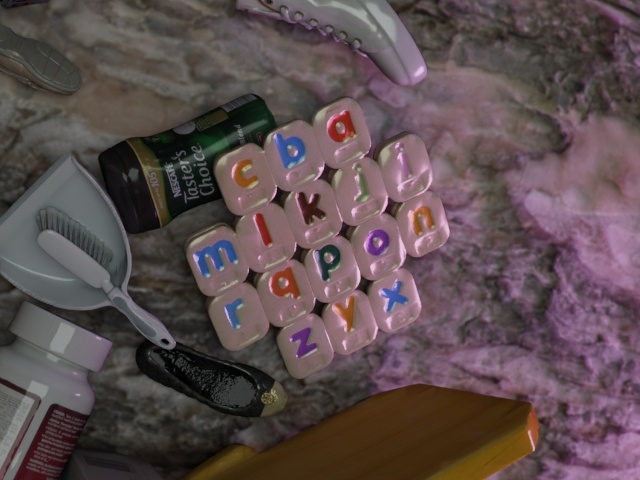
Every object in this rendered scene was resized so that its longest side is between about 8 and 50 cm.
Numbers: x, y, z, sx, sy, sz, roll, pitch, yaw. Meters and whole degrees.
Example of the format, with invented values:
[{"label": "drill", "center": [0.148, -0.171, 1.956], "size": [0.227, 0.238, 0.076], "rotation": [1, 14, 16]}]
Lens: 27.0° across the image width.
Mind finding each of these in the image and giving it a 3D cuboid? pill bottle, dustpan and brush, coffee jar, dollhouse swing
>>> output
[{"label": "pill bottle", "center": [-0.298, 0.179, 1.319], "size": [0.121, 0.121, 0.221], "rotation": [27, 83, -14]}, {"label": "dustpan and brush", "center": [-0.225, 0.034, 1.352], "size": [0.147, 0.060, 0.211], "rotation": [-42, 112, 18]}, {"label": "coffee jar", "center": [-0.133, -0.078, 1.381], "size": [0.184, 0.079, 0.096], "rotation": [-23, 116, -14]}, {"label": "dollhouse swing", "center": [0.043, 0.328, 1.307], "size": [0.305, 0.347, 0.315], "rotation": [-8, 92, -26]}]

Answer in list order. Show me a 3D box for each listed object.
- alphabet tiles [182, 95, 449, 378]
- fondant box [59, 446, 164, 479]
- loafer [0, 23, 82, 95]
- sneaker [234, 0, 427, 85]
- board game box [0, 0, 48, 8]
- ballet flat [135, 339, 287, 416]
[{"label": "alphabet tiles", "center": [0.000, 0.000, 1.415], "size": [0.284, 0.021, 0.278], "rotation": [-26, 117, -13]}, {"label": "fondant box", "center": [-0.228, 0.382, 1.279], "size": [0.096, 0.238, 0.330], "rotation": [13, 87, -15]}, {"label": "loafer", "center": [-0.305, -0.183, 1.364], "size": [0.125, 0.039, 0.045], "rotation": [30, 50, -16]}, {"label": "sneaker", "center": [-0.015, -0.254, 1.415], "size": [0.123, 0.106, 0.290], "rotation": [-44, 93, -2]}, {"label": "board game box", "center": [-0.277, -0.337, 1.229], "size": [0.053, 0.305, 0.193], "rotation": [-13, 94, -18]}, {"label": "ballet flat", "center": [-0.115, 0.149, 1.406], "size": [0.173, 0.049, 0.057], "rotation": [20, 86, -15]}]
